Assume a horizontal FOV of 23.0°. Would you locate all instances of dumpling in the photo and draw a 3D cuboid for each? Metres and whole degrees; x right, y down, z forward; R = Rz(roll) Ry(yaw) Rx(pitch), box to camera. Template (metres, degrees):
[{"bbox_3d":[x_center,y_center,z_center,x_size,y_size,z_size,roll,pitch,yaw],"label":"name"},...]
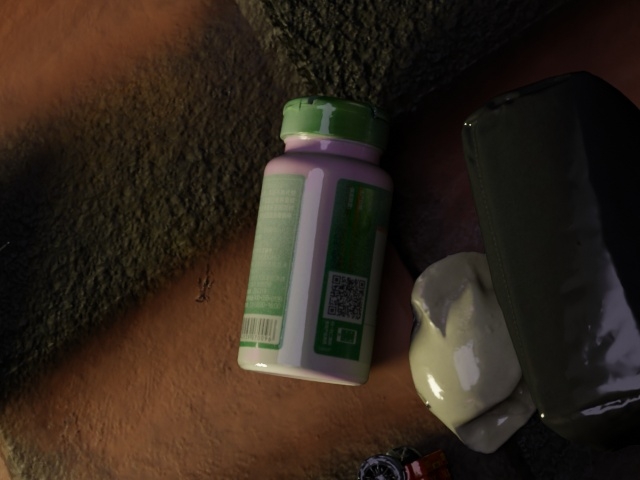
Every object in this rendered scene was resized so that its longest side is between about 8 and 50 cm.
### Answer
[{"bbox_3d":[0.156,0.103,1.496,0.150,0.092,0.176,-19,69,4],"label":"dumpling"}]

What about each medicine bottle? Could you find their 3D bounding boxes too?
[{"bbox_3d":[0.000,0.000,1.548,0.133,0.133,0.274,5,84,23],"label":"medicine bottle"}]

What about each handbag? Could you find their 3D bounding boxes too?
[{"bbox_3d":[0.266,0.025,1.363,0.178,0.275,0.302,-23,68,26],"label":"handbag"}]

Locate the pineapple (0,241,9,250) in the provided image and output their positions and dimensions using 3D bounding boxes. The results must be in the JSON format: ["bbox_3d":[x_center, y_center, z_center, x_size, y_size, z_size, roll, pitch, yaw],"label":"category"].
[{"bbox_3d":[-0.480,0.144,1.740,0.161,0.158,0.335,-3,72,61],"label":"pineapple"}]

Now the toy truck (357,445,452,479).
[{"bbox_3d":[0.012,0.288,1.508,0.252,0.107,0.114,-28,82,14],"label":"toy truck"}]
